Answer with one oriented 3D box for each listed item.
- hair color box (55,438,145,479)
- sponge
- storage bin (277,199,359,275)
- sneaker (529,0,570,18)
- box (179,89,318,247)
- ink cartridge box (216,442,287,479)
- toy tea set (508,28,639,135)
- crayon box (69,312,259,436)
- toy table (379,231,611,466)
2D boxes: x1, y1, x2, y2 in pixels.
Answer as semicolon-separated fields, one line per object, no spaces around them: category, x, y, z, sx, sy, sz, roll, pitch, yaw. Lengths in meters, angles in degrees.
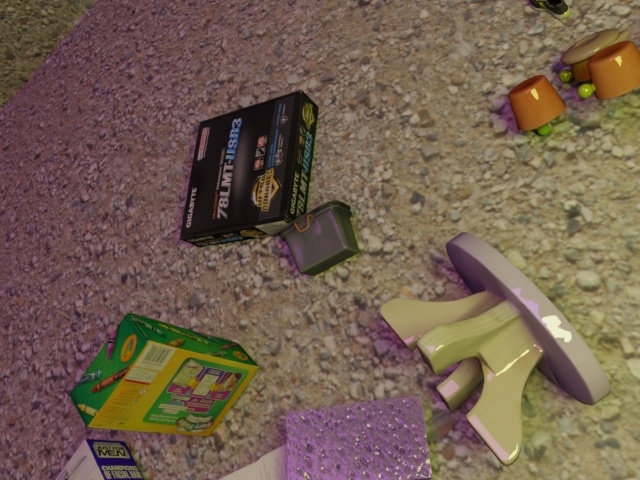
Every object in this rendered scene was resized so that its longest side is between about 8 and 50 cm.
hair color box;-0.384;0.554;1.025;0.339;0.110;0.185;40;97;37
sponge;0.053;0.301;0.826;0.210;0.031;0.117;-9;58;6
storage bin;0.000;0.000;1.013;0.135;0.098;0.091;-30;67;21
sneaker;0.388;-0.408;0.950;0.031;0.035;0.083;-49;52;6
box;-0.155;-0.146;1.191;0.293;0.073;0.296;-7;66;31
ink cartridge box;-0.041;0.474;0.849;0.261;0.066;0.296;-32;55;19
toy tea set;0.443;-0.232;0.794;0.336;0.124;0.200;-14;27;49
crayon box;-0.253;0.239;0.958;0.081;0.278;0.165;38;94;38
toy table;0.210;0.135;0.732;0.160;0.252;0.274;-36;44;-4
